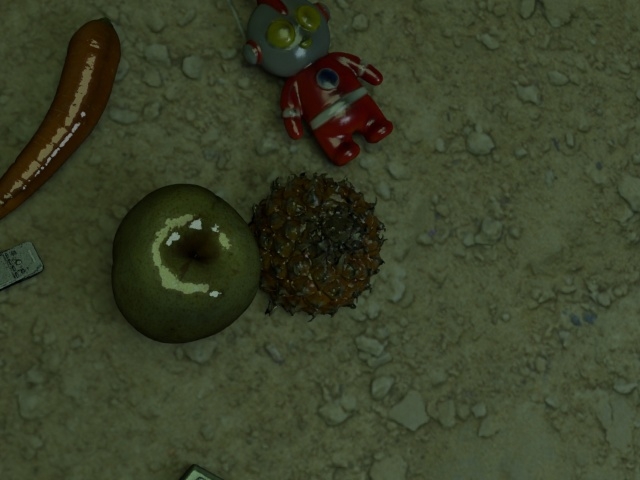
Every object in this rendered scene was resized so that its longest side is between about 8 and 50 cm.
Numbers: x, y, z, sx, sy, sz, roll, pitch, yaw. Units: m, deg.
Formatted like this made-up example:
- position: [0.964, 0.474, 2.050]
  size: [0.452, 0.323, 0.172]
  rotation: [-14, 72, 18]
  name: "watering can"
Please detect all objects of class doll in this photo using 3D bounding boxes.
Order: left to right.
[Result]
- position: [-0.012, -0.210, 1.040]
  size: [0.142, 0.076, 0.245]
  rotation: [-34, 94, -20]
  name: "doll"

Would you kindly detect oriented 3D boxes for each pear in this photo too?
- position: [-0.145, 0.025, 0.923]
  size: [0.167, 0.136, 0.167]
  rotation: [4, 76, -17]
  name: "pear"

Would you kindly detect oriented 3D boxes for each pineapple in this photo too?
- position: [0.004, -0.001, 0.968]
  size: [0.162, 0.137, 0.175]
  rotation: [13, 75, -13]
  name: "pineapple"

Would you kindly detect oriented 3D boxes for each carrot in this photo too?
- position: [-0.286, -0.129, 0.957]
  size: [0.066, 0.062, 0.271]
  rotation: [32, 74, -42]
  name: "carrot"

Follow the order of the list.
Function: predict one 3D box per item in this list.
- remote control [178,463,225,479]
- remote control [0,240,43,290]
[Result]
- position: [-0.065, 0.337, 0.936]
  size: [0.234, 0.038, 0.098]
  rotation: [31, 72, -7]
  name: "remote control"
- position: [-0.347, 0.036, 0.927]
  size: [0.096, 0.014, 0.039]
  rotation: [-26, 87, -18]
  name: "remote control"
